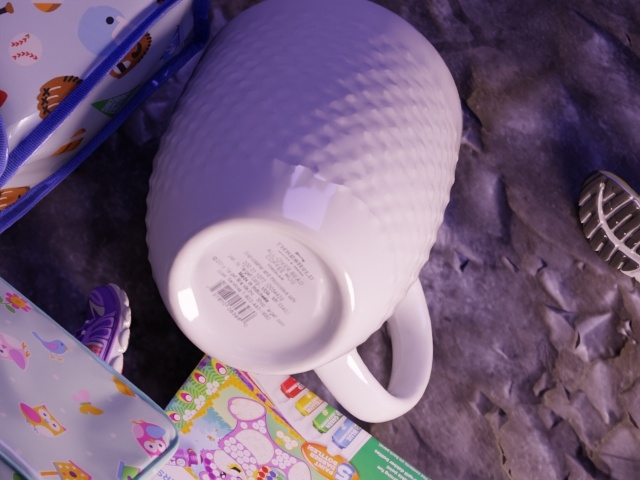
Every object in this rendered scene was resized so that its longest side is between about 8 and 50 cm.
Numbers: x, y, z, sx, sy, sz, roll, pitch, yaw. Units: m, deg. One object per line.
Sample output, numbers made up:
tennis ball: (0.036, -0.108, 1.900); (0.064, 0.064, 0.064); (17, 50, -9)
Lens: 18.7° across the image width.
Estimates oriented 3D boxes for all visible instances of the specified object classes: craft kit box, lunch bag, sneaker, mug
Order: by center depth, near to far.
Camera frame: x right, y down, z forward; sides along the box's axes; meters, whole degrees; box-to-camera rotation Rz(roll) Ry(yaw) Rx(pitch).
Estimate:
lunch bag: (-0.260, 0.142, 1.590); (0.279, 0.108, 0.224); (40, 24, 6)
sneaker: (-0.214, 0.106, 1.761); (0.071, 0.068, 0.170); (17, 49, -11)
craft kit box: (-0.052, 0.236, 1.762); (0.250, 0.061, 0.247); (36, 48, -1)
lunch bag: (-0.340, -0.191, 1.779); (0.385, 0.239, 0.328); (-44, 83, -10)
mug: (0.000, 0.000, 1.819); (0.374, 0.276, 0.328); (59, 26, -24)
sneaker: (0.375, 0.000, 2.199); (0.208, 0.081, 0.094); (49, 39, 3)
